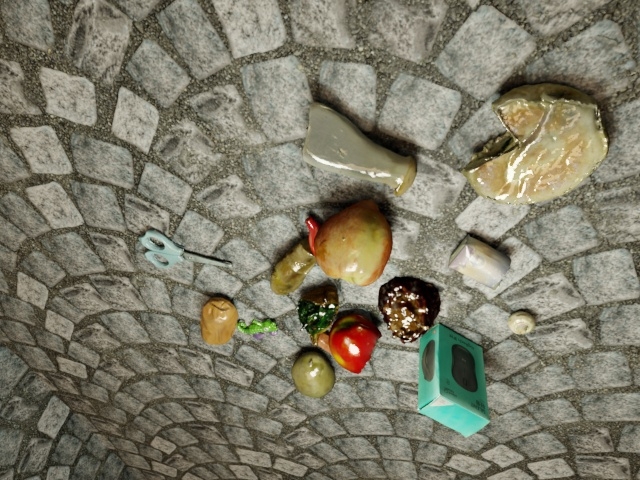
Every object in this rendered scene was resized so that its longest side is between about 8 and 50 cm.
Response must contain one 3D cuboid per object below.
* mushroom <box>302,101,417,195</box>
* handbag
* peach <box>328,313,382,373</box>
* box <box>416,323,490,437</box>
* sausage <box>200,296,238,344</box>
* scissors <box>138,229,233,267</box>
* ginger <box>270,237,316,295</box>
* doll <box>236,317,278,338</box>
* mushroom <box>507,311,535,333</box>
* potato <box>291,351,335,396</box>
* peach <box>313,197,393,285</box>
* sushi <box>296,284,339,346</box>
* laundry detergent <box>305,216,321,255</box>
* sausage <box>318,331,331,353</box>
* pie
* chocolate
[{"bbox_3d":[0.104,-0.229,1.182,0.328,0.122,0.159,22,140,-2],"label":"mushroom"},{"bbox_3d":[0.482,0.067,1.337,0.173,0.095,0.117,29,136,2],"label":"handbag"},{"bbox_3d":[0.133,0.381,1.626,0.196,0.190,0.226,-26,117,0],"label":"peach"},{"bbox_3d":[0.446,0.462,1.516,0.205,0.311,0.118,28,129,-7],"label":"box"},{"bbox_3d":[-0.405,0.325,1.780,0.136,0.120,0.241,29,132,7],"label":"sausage"},{"bbox_3d":[-0.491,0.056,1.648,0.359,0.030,0.191,10,134,6],"label":"scissors"},{"bbox_3d":[-0.093,0.096,1.510,0.116,0.109,0.263,34,129,-8],"label":"ginger"},{"bbox_3d":[-0.257,0.350,1.806,0.190,0.050,0.115,-13,127,28],"label":"doll"},{"bbox_3d":[0.656,0.272,1.463,0.083,0.068,0.084,8,137,8],"label":"mushroom"},{"bbox_3d":[-0.031,0.543,1.830,0.174,0.159,0.251,-15,140,-5],"label":"potato"},{"bbox_3d":[0.105,-0.002,1.317,0.232,0.257,0.232,14,172,2],"label":"peach"},{"bbox_3d":[-0.022,0.262,1.603,0.148,0.140,0.287,20,130,-7],"label":"sushi"},{"bbox_3d":[0.000,0.000,1.419,0.049,0.097,0.165,-10,120,53],"label":"laundry detergent"},{"bbox_3d":[0.043,0.406,1.754,0.169,0.065,0.065,35,129,-15],"label":"sausage"},{"bbox_3d":[0.524,-0.218,1.100,0.337,0.075,0.338,5,129,6],"label":"pie"},{"bbox_3d":[0.284,0.251,1.484,0.206,0.177,0.224,41,126,-18],"label":"chocolate"}]
